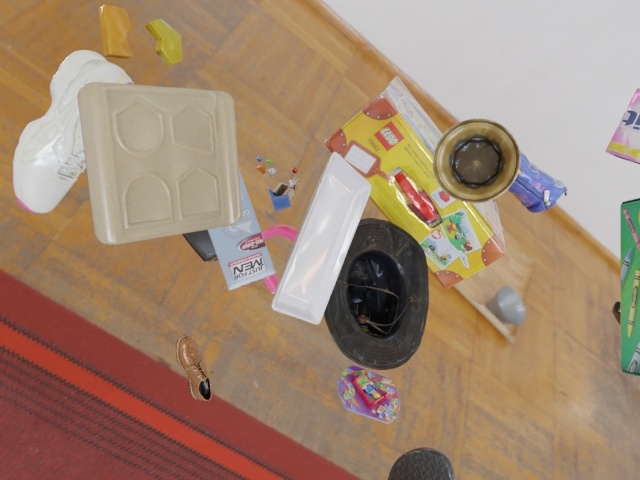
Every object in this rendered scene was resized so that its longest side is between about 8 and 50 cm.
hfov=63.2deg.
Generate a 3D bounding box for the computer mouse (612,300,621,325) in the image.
[{"bbox_3d":[0.600,0.204,0.900,0.242,0.041,0.071,60,6,22],"label":"computer mouse"}]

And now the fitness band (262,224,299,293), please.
[{"bbox_3d":[-0.111,0.084,1.774,0.290,0.209,0.054,64,29,-16],"label":"fitness band"}]

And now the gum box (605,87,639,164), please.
[{"bbox_3d":[0.564,-0.153,0.801,0.188,0.107,0.062,32,21,36],"label":"gum box"}]

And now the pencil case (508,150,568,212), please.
[{"bbox_3d":[0.547,-0.192,1.456,0.306,0.119,0.133,34,26,-20],"label":"pencil case"}]

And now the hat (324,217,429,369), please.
[{"bbox_3d":[0.104,0.120,1.179,0.331,0.134,0.331,6,79,-32],"label":"hat"}]

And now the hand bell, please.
[{"bbox_3d":[0.269,-0.128,0.885,0.126,0.126,0.242,59,19,6],"label":"hand bell"}]

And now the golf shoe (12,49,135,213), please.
[{"bbox_3d":[-0.426,-0.176,0.906,0.140,0.306,0.115,27,4,20],"label":"golf shoe"}]

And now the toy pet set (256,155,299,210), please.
[{"bbox_3d":[-0.116,-0.138,1.318,0.122,0.114,0.065,20,56,25],"label":"toy pet set"}]

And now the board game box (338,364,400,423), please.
[{"bbox_3d":[0.128,0.369,1.284,0.169,0.033,0.133,22,40,-8],"label":"board game box"}]

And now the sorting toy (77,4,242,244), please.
[{"bbox_3d":[-0.226,-0.160,0.748,0.229,0.041,0.307,-12,102,-43],"label":"sorting toy"}]

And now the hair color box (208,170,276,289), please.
[{"bbox_3d":[-0.218,-0.078,1.206,0.114,0.185,0.374,-20,88,-8],"label":"hair color box"}]

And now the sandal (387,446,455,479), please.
[{"bbox_3d":[0.251,0.702,1.353,0.168,0.445,0.107,24,27,33],"label":"sandal"}]

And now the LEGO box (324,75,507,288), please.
[{"bbox_3d":[0.274,-0.176,1.436,0.500,0.193,0.372,49,26,-10],"label":"LEGO box"}]

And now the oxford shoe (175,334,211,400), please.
[{"bbox_3d":[-0.359,0.372,1.518,0.076,0.076,0.212,-28,111,-37],"label":"oxford shoe"}]

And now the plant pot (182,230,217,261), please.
[{"bbox_3d":[-0.298,-0.037,1.504,0.187,0.188,0.167,-24,89,-1],"label":"plant pot"}]

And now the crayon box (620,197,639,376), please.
[{"bbox_3d":[0.572,0.077,0.820,0.165,0.081,0.278,5,83,-11],"label":"crayon box"}]

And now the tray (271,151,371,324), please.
[{"bbox_3d":[0.000,0.000,0.874,0.145,0.030,0.270,31,78,-53],"label":"tray"}]
